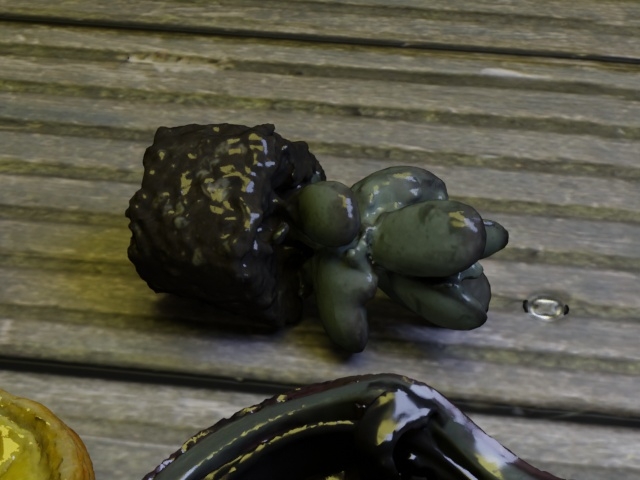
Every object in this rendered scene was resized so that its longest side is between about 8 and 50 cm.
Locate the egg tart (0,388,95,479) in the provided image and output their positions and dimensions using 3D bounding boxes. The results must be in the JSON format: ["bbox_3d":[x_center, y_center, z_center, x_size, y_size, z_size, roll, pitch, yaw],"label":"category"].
[{"bbox_3d":[-0.235,0.171,1.155,0.191,0.074,0.191,1,36,-1],"label":"egg tart"}]

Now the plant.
[{"bbox_3d":[-0.002,-0.001,1.328,0.274,0.146,0.149,13,82,13],"label":"plant"}]

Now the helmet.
[{"bbox_3d":[0.037,0.244,0.961,0.271,0.197,0.338,-33,52,-26],"label":"helmet"}]
